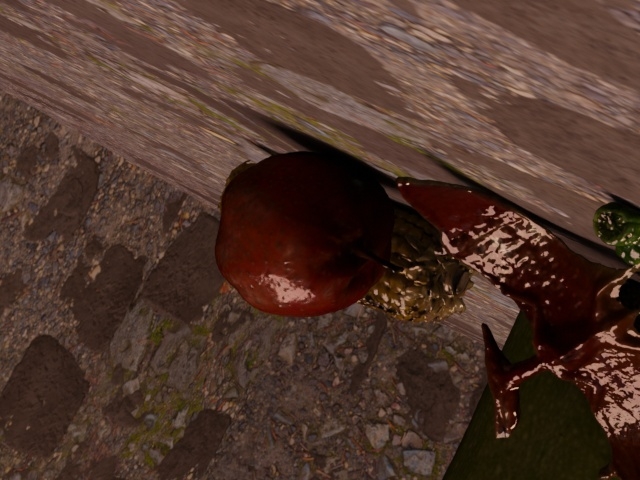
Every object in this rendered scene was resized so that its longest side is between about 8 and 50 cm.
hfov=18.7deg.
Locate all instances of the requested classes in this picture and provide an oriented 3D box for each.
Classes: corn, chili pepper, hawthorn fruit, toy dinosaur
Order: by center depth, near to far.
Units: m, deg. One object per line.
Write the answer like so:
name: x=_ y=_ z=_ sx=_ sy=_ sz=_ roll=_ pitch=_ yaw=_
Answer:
chili pepper: x=0.191 y=-0.005 z=1.190 sx=0.030 sy=0.034 sz=0.091 roll=61 pitch=-168 yaw=21
toy dinosaur: x=0.171 y=0.081 z=1.428 sx=0.207 sy=0.113 sz=0.327 roll=-1 pitch=117 yaw=36
hawthorn fruit: x=0.000 y=0.000 z=1.720 sx=0.194 sy=0.157 sz=0.157 roll=15 pitch=170 yaw=45
corn: x=0.025 y=0.001 z=1.949 sx=0.318 sy=0.115 sz=0.115 roll=24 pitch=176 yaw=41

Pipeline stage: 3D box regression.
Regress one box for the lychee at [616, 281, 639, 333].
lychee: x=0.259 y=0.066 z=1.476 sx=0.083 sy=0.068 sz=0.067 roll=29 pitch=136 yaw=5

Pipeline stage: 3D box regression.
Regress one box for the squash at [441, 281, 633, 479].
squash: x=0.226 y=0.235 z=1.641 sx=0.263 sy=0.384 sz=0.263 roll=24 pitch=178 yaw=1
